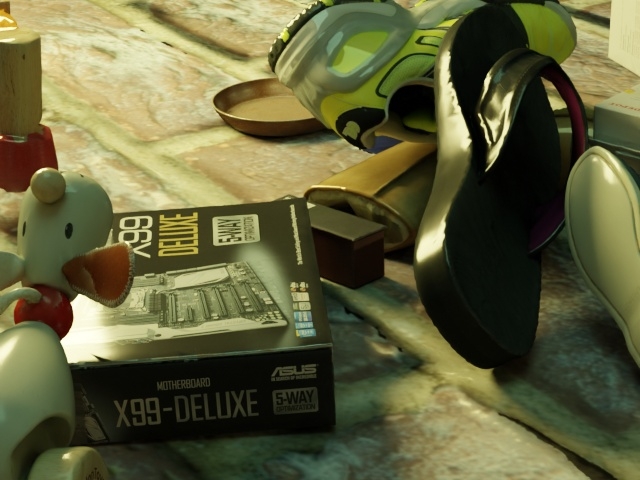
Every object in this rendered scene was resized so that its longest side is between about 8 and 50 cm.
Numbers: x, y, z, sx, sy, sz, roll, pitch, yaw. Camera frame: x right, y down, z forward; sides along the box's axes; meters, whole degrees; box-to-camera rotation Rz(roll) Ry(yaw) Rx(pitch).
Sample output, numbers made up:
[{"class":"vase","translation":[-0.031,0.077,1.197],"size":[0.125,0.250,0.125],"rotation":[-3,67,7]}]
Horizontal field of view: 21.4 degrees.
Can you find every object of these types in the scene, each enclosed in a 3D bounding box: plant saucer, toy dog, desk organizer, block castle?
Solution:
[{"class":"plant saucer","translation":[-0.045,-0.157,2.006],"size":[0.168,0.029,0.168],"rotation":[-1,23,0]},{"class":"toy dog","translation":[-0.227,0.071,1.190],"size":[0.220,0.161,0.333],"rotation":[-16,52,-3]},{"class":"desk organizer","translation":[0.000,0.000,1.603],"size":[0.130,0.050,0.047],"rotation":[19,30,41]},{"class":"block castle","translation":[-0.480,-0.166,1.839],"size":[0.303,0.212,0.453],"rotation":[-7,25,-21]}]

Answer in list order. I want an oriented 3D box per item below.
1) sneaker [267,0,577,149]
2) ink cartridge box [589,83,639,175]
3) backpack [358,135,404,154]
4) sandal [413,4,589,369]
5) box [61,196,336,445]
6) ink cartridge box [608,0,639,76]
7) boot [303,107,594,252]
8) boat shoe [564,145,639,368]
[{"class":"sneaker","translation":[0.124,-0.165,1.722],"size":[0.385,0.145,0.147],"rotation":[-13,62,-37]},{"class":"ink cartridge box","translation":[0.321,-0.091,1.588],"size":[0.092,0.089,0.143],"rotation":[19,32,39]},{"class":"backpack","translation":[0.089,-0.141,1.879],"size":[0.101,0.098,0.120],"rotation":[23,18,-15]},{"class":"sandal","translation":[0.182,-0.066,1.514],"size":[0.107,0.167,0.445],"rotation":[-28,32,30]},{"class":"box","translation":[-0.119,0.062,1.431],"size":[0.243,0.076,0.307],"rotation":[-4,23,-2]},{"class":"ink cartridge box","translation":[0.499,-0.285,2.053],"size":[0.198,0.197,0.270],"rotation":[-8,23,-15]},{"class":"boot","translation":[0.154,-0.055,1.692],"size":[0.236,0.089,0.269],"rotation":[9,26,37]},{"class":"boat shoe","translation":[0.282,0.023,1.406],"size":[0.079,0.095,0.254],"rotation":[6,40,-29]}]
